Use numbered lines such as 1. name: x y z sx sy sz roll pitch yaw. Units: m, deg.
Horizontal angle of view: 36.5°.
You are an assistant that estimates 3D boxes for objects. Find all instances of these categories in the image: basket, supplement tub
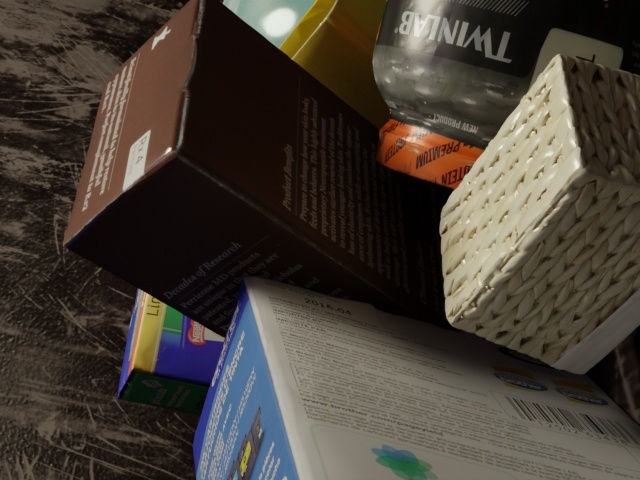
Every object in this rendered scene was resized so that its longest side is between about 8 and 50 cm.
1. basket: 0.151 -0.013 0.586 0.167 0.103 0.113 120 159 -45
2. supplement tub: 0.160 -0.200 0.709 0.207 0.207 0.338 -131 54 -75

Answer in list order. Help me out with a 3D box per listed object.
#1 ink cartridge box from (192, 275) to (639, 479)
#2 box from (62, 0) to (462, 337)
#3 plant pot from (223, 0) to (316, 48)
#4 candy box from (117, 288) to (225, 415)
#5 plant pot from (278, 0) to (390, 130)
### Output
1. ink cartridge box: 0.070 0.155 0.597 0.395 0.270 0.151 -116 44 -71
2. box: 0.000 0.000 0.789 0.143 0.381 0.191 -33 36 30
3. plant pot: 0.053 -0.220 1.133 0.196 0.293 0.293 3 80 54
4. candy box: -0.040 0.068 1.073 0.122 0.317 0.268 122 157 -58
5. plant pot: 0.045 -0.130 0.927 0.212 0.187 0.212 -45 16 37
